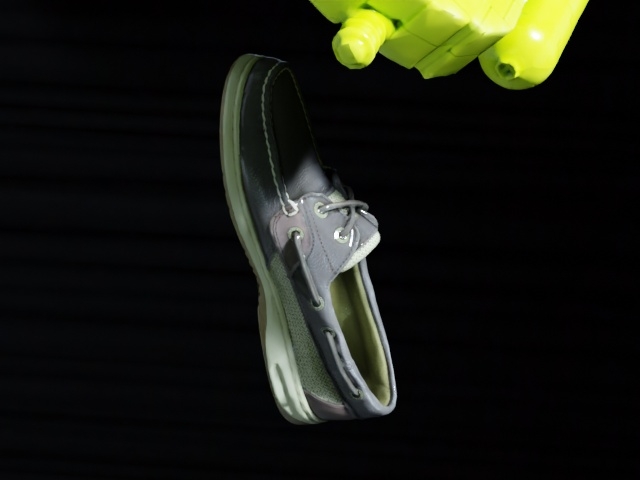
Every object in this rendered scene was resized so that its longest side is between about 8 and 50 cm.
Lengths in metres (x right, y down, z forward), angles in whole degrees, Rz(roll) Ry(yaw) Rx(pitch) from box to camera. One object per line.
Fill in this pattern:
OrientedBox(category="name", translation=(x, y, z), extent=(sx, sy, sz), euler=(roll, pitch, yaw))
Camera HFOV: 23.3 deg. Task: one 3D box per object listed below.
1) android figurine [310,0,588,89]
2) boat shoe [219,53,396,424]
OrientedBox(category="android figurine", translation=(0.040, -0.182, 0.773), extent=(0.056, 0.248, 0.273), euler=(-34, -162, 40))
OrientedBox(category="boat shoe", translation=(0.000, 0.001, 0.877), extent=(0.080, 0.073, 0.223), euler=(-45, 129, -59))
